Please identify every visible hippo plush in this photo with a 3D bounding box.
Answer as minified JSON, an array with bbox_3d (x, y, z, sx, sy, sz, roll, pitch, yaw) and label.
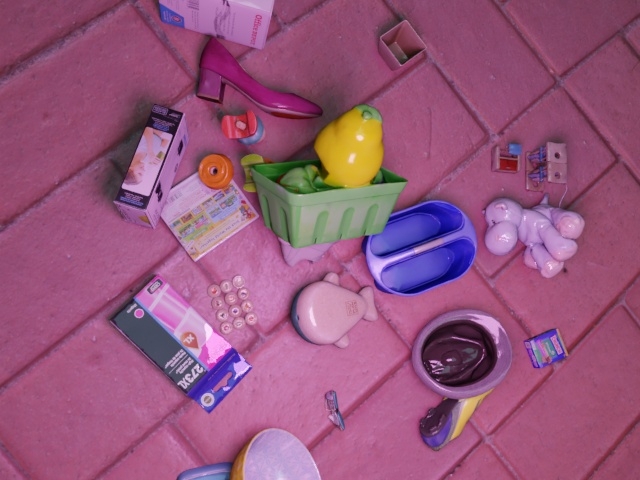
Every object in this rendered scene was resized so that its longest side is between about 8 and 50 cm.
[{"bbox_3d":[0.617,-0.050,1.748,0.236,0.234,0.294,14,80,-10],"label":"hippo plush"}]

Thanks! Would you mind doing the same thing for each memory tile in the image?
[{"bbox_3d":[-0.246,0.181,1.653,0.113,0.012,0.148,-19,86,-14],"label":"memory tile"}]

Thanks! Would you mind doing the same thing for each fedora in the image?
[{"bbox_3d":[0.399,0.331,1.693,0.275,0.124,0.244,-25,71,-2],"label":"fedora"}]

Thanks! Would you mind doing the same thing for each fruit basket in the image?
[{"bbox_3d":[0.036,-0.185,1.507,0.391,0.283,0.392,-17,122,-29],"label":"fruit basket"}]

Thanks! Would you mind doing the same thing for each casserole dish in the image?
[{"bbox_3d":[-0.297,0.661,1.565,0.188,0.037,0.114,-7,83,-12],"label":"casserole dish"}]

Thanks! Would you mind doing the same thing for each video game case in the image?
[{"bbox_3d":[-0.324,-0.086,1.667,0.227,0.026,0.206,-36,91,-15],"label":"video game case"}]

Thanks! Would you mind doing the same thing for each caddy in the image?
[{"bbox_3d":[0.282,0.024,1.698,0.341,0.179,0.241,-20,88,-14],"label":"caddy"}]

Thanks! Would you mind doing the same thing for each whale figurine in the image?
[{"bbox_3d":[0.036,0.198,1.666,0.271,0.141,0.216,-8,84,-37],"label":"whale figurine"}]

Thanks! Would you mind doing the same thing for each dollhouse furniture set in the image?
[{"bbox_3d":[0.647,-0.231,1.832,0.183,0.129,0.129,4,82,-12],"label":"dollhouse furniture set"}]

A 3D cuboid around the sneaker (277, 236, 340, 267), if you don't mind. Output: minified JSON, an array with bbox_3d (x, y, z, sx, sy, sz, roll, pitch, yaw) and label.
[{"bbox_3d":[0.000,0.000,1.700,0.262,0.099,0.121,-15,115,-23],"label":"sneaker"}]

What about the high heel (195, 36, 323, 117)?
[{"bbox_3d":[-0.165,-0.464,1.693,0.377,0.127,0.182,12,91,-6],"label":"high heel"}]

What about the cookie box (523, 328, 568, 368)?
[{"bbox_3d":[0.695,0.332,1.811,0.107,0.040,0.092,-20,86,-14],"label":"cookie box"}]

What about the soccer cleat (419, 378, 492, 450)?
[{"bbox_3d":[0.406,0.495,1.721,0.289,0.093,0.121,-37,121,-18],"label":"soccer cleat"}]

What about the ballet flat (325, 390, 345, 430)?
[{"bbox_3d":[0.037,0.482,1.662,0.041,0.041,0.114,-15,85,-13],"label":"ballet flat"}]

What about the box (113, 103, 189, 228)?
[{"bbox_3d":[-0.443,-0.192,1.568,0.087,0.169,0.290,18,72,-3],"label":"box"}]

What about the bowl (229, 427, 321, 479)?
[{"bbox_3d":[-0.141,0.653,1.521,0.156,0.289,0.290,-35,90,29],"label":"bowl"}]

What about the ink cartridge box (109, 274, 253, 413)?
[{"bbox_3d":[-0.370,0.281,1.591,0.371,0.069,0.176,45,76,-5],"label":"ink cartridge box"}]

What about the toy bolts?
[{"bbox_3d":[-0.219,-0.241,1.666,0.218,0.158,0.229,-3,89,15],"label":"toy bolts"}]

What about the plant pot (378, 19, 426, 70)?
[{"bbox_3d":[0.240,-0.589,1.815,0.109,0.096,0.109,-38,92,-14],"label":"plant pot"}]

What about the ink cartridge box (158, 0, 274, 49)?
[{"bbox_3d":[-0.287,-0.679,1.653,0.307,0.223,0.129,13,79,-10],"label":"ink cartridge box"}]
